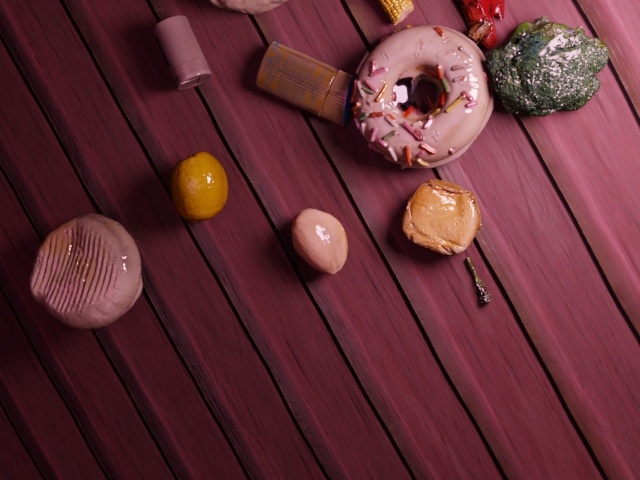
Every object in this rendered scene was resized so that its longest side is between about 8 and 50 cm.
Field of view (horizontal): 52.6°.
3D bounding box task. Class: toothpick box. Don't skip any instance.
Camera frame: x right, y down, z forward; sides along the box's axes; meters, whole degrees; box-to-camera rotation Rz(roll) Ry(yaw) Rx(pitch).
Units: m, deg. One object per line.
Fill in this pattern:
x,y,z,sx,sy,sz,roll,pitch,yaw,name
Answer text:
-0.396,-0.538,1.860,0.111,0.111,0.181,-22,92,18,toothpick box

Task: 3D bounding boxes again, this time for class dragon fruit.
0.412,-0.586,1.659,0.092,0.122,0.192,-2,106,56,dragon fruit

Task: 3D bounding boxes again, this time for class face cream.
-0.033,-0.435,1.797,0.285,0.067,0.139,26,108,11,face cream

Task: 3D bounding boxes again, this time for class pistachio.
0.000,0.000,1.839,0.145,0.117,0.200,-38,89,13,pistachio

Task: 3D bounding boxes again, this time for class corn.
0.158,-0.688,1.692,0.081,0.081,0.248,-32,89,18,corn

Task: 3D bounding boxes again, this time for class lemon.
-0.354,-0.153,1.890,0.170,0.170,0.207,0,107,16,lemon

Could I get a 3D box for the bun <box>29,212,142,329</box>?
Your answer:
-0.696,0.101,2.002,0.365,0.219,0.365,-2,82,17,bun

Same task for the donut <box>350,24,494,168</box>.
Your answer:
0.253,-0.377,1.671,0.382,0.142,0.383,1,93,19,donut

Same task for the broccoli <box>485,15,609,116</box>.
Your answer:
0.546,-0.426,1.571,0.294,0.245,0.265,14,148,-5,broccoli

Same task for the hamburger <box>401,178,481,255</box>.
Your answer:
0.327,-0.058,1.741,0.213,0.108,0.214,2,100,14,hamburger

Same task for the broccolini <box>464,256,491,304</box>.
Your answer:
0.431,0.112,1.790,0.035,0.030,0.140,-30,85,54,broccolini

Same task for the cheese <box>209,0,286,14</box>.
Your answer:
-0.201,-0.787,1.761,0.318,0.115,0.326,-23,91,18,cheese
